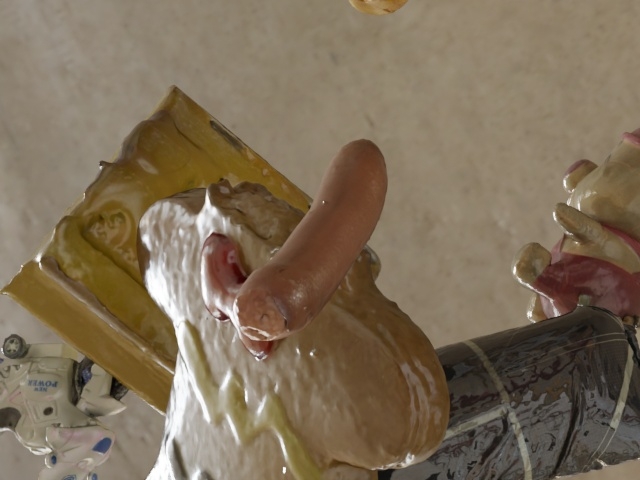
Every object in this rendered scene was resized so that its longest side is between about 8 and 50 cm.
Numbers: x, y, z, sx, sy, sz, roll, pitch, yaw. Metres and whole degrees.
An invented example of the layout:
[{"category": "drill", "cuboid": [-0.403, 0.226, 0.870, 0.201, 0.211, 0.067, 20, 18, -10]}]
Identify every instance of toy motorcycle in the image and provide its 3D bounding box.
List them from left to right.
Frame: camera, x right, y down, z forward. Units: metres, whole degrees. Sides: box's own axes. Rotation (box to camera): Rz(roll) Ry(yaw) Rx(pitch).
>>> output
[{"category": "toy motorcycle", "cuboid": [-0.281, 0.170, 1.503, 0.221, 0.150, 0.102, -3, 159, 23]}]

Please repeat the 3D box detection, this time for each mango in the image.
[{"category": "mango", "cuboid": [0.049, -0.220, 1.367, 0.060, 0.089, 0.046, -15, 93, 24]}]

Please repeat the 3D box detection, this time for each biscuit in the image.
[{"category": "biscuit", "cuboid": [-0.059, 0.158, 1.214, 0.368, 0.076, 0.394, 37, 127, 44]}]

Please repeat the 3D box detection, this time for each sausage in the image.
[{"category": "sausage", "cuboid": [0.000, 0.000, 0.835, 0.043, 0.186, 0.043, 9, 120, 16]}]

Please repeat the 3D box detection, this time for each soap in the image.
[{"category": "soap", "cuboid": [-0.109, 0.031, 1.466, 0.281, 0.259, 0.143, 40, 142, -8]}]

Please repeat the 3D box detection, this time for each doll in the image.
[{"category": "doll", "cuboid": [0.313, -0.014, 1.651, 0.152, 0.256, 0.196, 39, 172, -5]}]

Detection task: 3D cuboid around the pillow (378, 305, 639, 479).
[{"category": "pillow", "cuboid": [0.138, 0.162, 1.377, 0.092, 0.335, 0.161, 86, 166, -56]}]
